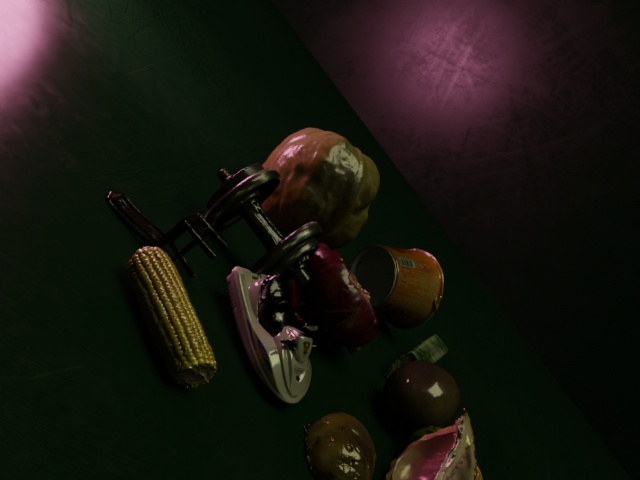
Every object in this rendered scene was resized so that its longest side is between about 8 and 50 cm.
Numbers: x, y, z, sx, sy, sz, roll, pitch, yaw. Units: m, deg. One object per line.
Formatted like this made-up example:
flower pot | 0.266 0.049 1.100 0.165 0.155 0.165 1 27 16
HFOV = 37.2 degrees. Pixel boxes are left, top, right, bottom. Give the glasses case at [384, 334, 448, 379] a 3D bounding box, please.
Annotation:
glasses case | 0.237 0.296 2.336 0.062 0.095 0.272 53 16 10

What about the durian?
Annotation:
durian | 0.225 0.500 1.798 0.195 0.185 0.305 53 38 -17

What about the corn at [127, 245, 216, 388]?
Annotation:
corn | -0.240 0.118 1.512 0.081 0.081 0.248 24 32 -56

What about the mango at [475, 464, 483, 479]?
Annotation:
mango | 0.352 0.551 2.189 0.060 0.046 0.089 21 38 -59

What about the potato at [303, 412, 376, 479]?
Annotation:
potato | 0.047 0.378 1.716 0.164 0.081 0.200 48 15 -7

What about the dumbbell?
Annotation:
dumbbell | -0.118 -0.025 1.927 0.290 0.192 0.192 52 17 6

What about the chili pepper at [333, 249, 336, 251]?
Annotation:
chili pepper | 0.001 0.000 2.415 0.059 0.050 0.191 8 35 -42

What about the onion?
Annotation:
onion | 0.028 0.123 2.049 0.248 0.161 0.248 -21 90 -77

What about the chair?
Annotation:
chair | -0.275 -0.033 1.698 0.212 0.101 0.084 52 17 -1

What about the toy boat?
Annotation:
toy boat | -0.078 0.162 1.749 0.141 0.141 0.269 28 24 -52

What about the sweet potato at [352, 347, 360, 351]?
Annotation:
sweet potato | 0.085 0.177 2.254 0.057 0.057 0.264 44 17 -23

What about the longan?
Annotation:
longan | 0.219 0.344 2.073 0.167 0.167 0.187 54 25 9

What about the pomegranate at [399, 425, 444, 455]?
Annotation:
pomegranate | 0.241 0.459 1.955 0.143 0.122 0.169 14 43 -18

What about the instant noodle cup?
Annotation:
instant noodle cup | 0.179 0.108 2.409 0.172 0.216 0.216 18 36 -45

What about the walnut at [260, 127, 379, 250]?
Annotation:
walnut | -0.005 -0.122 2.270 0.253 0.277 0.282 35 7 23
